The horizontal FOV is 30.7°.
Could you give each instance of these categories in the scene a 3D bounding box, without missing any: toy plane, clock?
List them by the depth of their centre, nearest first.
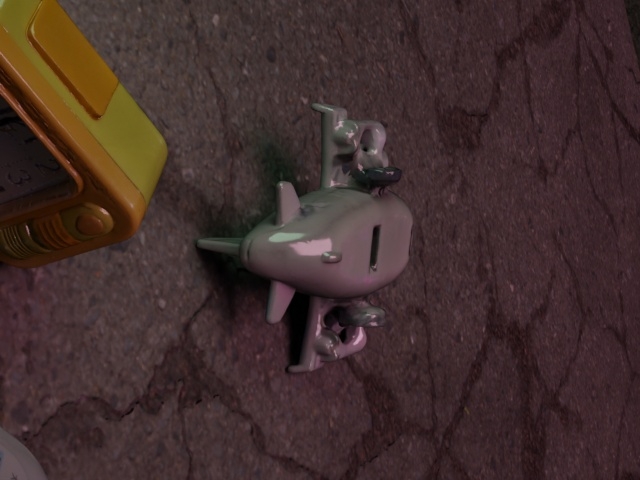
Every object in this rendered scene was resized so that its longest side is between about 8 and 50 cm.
[{"bbox_3d":[-0.213,-0.082,0.796,0.202,0.143,0.096,54,37,-33],"label":"clock"},{"bbox_3d":[0.005,0.001,1.132,0.267,0.122,0.267,-25,121,-53],"label":"toy plane"}]

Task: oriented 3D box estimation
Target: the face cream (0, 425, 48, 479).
[{"bbox_3d":[-0.241,0.182,0.730,0.337,0.080,0.163,50,41,-38],"label":"face cream"}]
